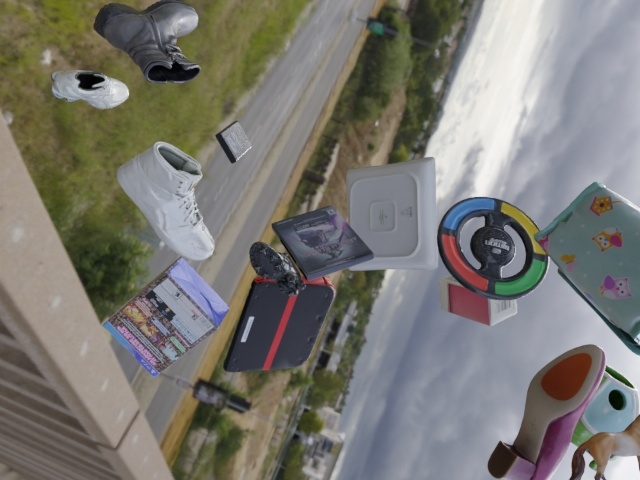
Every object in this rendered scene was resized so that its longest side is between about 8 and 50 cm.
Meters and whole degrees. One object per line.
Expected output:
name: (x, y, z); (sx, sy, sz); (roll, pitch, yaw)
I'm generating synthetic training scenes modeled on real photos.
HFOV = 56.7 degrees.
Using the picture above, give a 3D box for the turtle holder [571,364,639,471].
turtle holder: (0.744, 0.463, 1.579); (0.227, 0.320, 0.243); (-59, 159, 15)

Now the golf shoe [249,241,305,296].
golf shoe: (-0.118, 0.061, 1.514); (0.077, 0.198, 0.094); (-31, -144, 10)

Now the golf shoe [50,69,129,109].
golf shoe: (-0.446, -0.306, 1.195); (0.176, 0.086, 0.069); (-15, 98, -57)

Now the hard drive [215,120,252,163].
hard drive: (-0.252, -0.291, 1.740); (0.022, 0.094, 0.135); (-22, -161, 25)

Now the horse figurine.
horse figurine: (0.695, 0.499, 1.372); (0.066, 0.263, 0.174); (75, 5, -75)

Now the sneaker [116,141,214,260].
sneaker: (-0.314, -0.087, 1.353); (0.169, 0.292, 0.108); (-26, -156, 34)

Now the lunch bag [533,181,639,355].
lunch bag: (0.487, 0.057, 0.932); (0.160, 0.223, 0.262); (-45, 142, 16)

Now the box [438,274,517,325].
box: (0.557, 0.197, 2.109); (0.149, 0.232, 0.126); (-18, 108, -31)

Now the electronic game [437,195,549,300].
electronic game: (0.343, 0.012, 1.178); (0.048, 0.229, 0.229); (110, 5, -61)

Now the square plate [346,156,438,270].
square plate: (0.211, -0.078, 1.894); (0.049, 0.344, 0.347); (2, 86, -49)

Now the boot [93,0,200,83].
boot: (-0.380, -0.488, 1.499); (0.338, 0.223, 0.118); (-38, 169, -50)

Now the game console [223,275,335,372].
game console: (-0.139, 0.291, 2.059); (0.060, 0.342, 0.386); (47, -56, 48)

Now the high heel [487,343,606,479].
high heel: (0.538, 0.402, 1.340); (0.377, 0.181, 0.127); (-54, -146, 13)

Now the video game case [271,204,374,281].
video game case: (0.000, 0.000, 1.653); (0.274, 0.196, 0.026); (-128, -154, -50)

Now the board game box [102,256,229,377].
board game box: (-0.474, 0.237, 1.843); (0.291, 0.232, 0.141); (-37, -169, 17)
